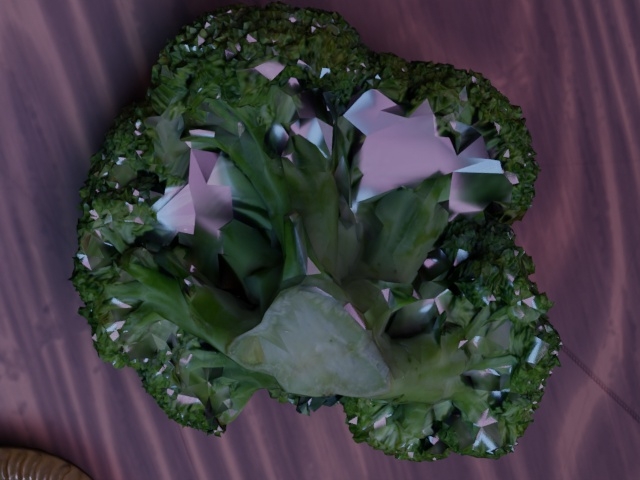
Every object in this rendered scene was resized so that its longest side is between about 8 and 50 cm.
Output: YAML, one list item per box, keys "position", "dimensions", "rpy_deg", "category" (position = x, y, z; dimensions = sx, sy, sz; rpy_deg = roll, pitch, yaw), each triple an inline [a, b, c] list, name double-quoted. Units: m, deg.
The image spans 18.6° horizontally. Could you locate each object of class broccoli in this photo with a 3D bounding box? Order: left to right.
- position: [-0.008, 0.004, 1.515]
  dimensions: [0.310, 0.321, 0.413]
  rpy_deg: [-48, 118, -37]
  category: "broccoli"

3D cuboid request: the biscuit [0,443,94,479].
- position: [-0.270, 0.283, 1.599]
  dimensions: [0.259, 0.079, 0.259]
  rpy_deg: [-6, 106, -22]
  category: "biscuit"
